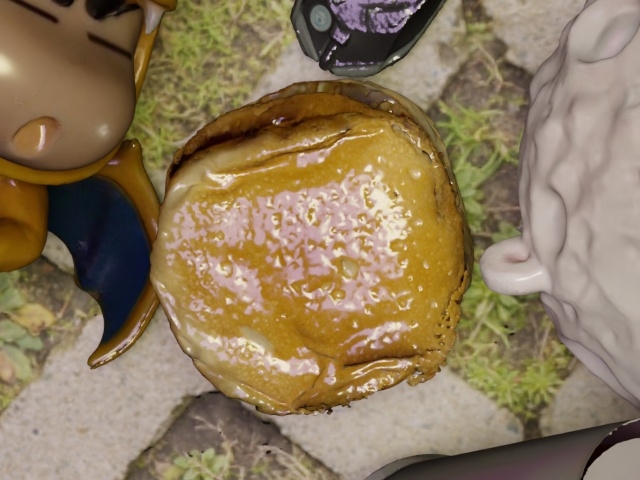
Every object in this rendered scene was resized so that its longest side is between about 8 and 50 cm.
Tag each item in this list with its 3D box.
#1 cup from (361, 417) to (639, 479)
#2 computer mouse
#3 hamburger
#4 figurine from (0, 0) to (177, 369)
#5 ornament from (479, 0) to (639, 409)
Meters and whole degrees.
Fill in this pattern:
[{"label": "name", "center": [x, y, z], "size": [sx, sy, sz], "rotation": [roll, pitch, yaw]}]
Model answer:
[{"label": "cup", "center": [0.144, 0.209, 0.863], "size": [0.203, 0.288, 0.203], "rotation": [8, 67, -20]}, {"label": "computer mouse", "center": [0.055, -0.212, 1.015], "size": [0.106, 0.062, 0.192], "rotation": [37, 106, 9]}, {"label": "hamburger", "center": [0.000, 0.000, 0.988], "size": [0.244, 0.163, 0.244], "rotation": [1, 96, 7]}, {"label": "figurine", "center": [-0.286, -0.118, 1.003], "size": [0.401, 0.268, 0.387], "rotation": [34, 102, 15]}, {"label": "ornament", "center": [0.293, -0.032, 0.815], "size": [0.337, 0.337, 0.337], "rotation": [0, 92, 14]}]
